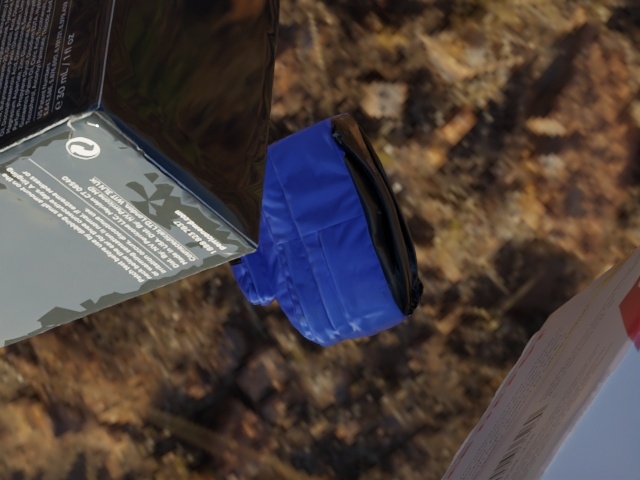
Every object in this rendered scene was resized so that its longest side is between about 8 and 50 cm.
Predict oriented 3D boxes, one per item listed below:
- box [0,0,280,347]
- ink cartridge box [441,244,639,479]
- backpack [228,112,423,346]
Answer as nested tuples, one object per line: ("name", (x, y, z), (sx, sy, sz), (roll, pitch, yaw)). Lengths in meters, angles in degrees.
("box", (-0.114, -0.096, 0.747), (0.184, 0.261, 0.103), (-19, 138, 28))
("ink cartridge box", (0.164, 0.118, 0.961), (0.131, 0.306, 0.226), (35, 71, 2))
("backpack", (0.000, 0.000, 1.011), (0.101, 0.098, 0.120), (-24, 93, 16))
